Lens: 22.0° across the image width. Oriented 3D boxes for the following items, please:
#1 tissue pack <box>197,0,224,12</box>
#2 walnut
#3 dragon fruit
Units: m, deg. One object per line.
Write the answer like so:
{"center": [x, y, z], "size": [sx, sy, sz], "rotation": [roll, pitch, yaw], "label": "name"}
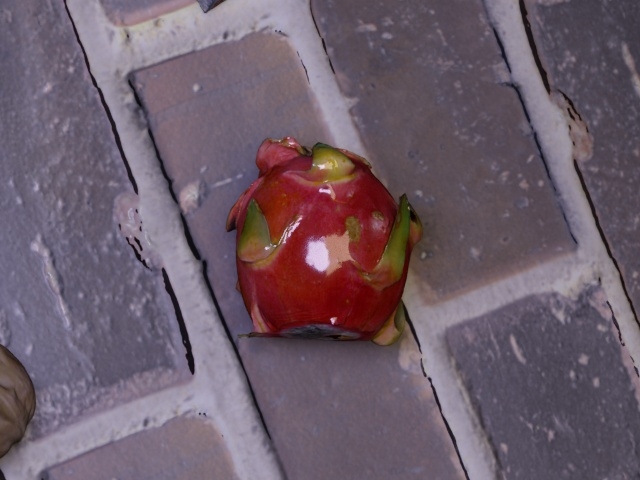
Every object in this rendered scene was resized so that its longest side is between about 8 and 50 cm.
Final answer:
{"center": [-0.100, -0.348, 1.904], "size": [0.148, 0.060, 0.108], "rotation": [-35, 91, -17], "label": "tissue pack"}
{"center": [-0.377, 0.160, 1.699], "size": [0.162, 0.140, 0.140], "rotation": [39, 72, -17], "label": "walnut"}
{"center": [0.002, 0.005, 1.805], "size": [0.224, 0.224, 0.227], "rotation": [14, 75, -14], "label": "dragon fruit"}
